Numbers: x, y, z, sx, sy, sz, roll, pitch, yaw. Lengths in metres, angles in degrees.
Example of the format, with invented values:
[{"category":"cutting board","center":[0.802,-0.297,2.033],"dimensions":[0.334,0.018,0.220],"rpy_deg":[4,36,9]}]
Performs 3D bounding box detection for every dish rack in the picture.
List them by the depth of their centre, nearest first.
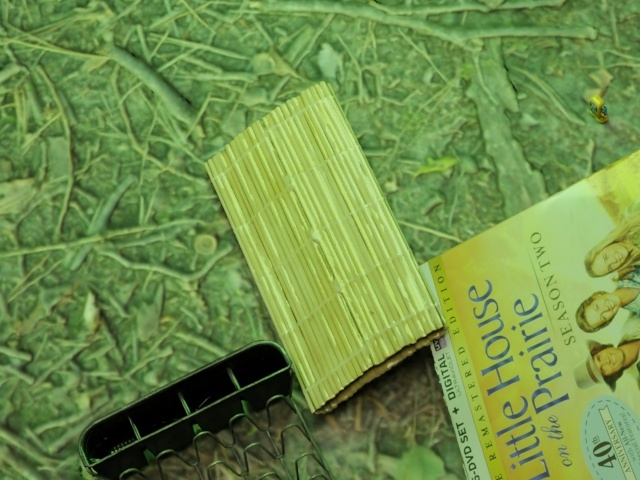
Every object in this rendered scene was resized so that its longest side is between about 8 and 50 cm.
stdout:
[{"category":"dish rack","center":[-0.071,0.246,1.585],"dimensions":[0.208,0.074,0.271],"rpy_deg":[-27,62,-4]}]

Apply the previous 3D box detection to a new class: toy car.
[{"category":"toy car","center":[0.265,-0.085,1.717],"dimensions":[0.060,0.040,0.122],"rpy_deg":[-21,61,-1]}]

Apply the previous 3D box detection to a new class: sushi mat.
[{"category":"sushi mat","center":[0.000,0.000,1.699],"dimensions":[0.151,0.019,0.316],"rpy_deg":[-34,56,14]}]

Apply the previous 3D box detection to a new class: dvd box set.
[{"category":"dvd box set","center":[0.296,0.068,1.523],"dimensions":[0.420,0.062,0.308],"rpy_deg":[-28,57,23]}]
